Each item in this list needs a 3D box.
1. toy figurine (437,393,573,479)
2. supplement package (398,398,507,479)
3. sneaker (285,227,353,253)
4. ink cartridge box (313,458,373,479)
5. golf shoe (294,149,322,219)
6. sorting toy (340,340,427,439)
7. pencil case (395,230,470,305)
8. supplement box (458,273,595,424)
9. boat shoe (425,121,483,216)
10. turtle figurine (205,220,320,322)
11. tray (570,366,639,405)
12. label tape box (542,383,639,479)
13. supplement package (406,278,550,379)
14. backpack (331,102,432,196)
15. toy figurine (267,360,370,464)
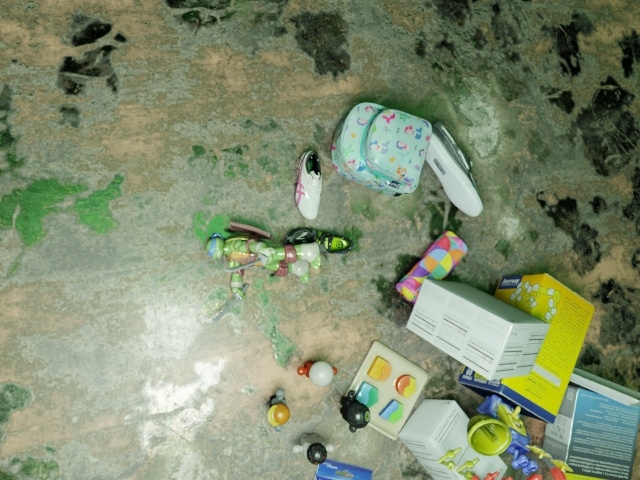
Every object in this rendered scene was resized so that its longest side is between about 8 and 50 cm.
[{"bbox_3d":[0.437,0.485,1.258,0.362,0.217,0.191,34,115,-23],"label":"toy figurine"},{"bbox_3d":[0.351,0.561,1.317,0.139,0.134,0.244,-42,97,-31],"label":"supplement package"},{"bbox_3d":[0.000,0.000,1.310,0.188,0.078,0.067,7,82,-15],"label":"sneaker"},{"bbox_3d":[0.033,0.737,1.238,0.165,0.065,0.333,19,77,-15],"label":"ink cartridge box"},{"bbox_3d":[-0.030,-0.148,1.315,0.067,0.086,0.186,-2,85,-20],"label":"golf shoe"},{"bbox_3d":[0.180,0.406,1.340,0.193,0.038,0.208,33,74,-12],"label":"sorting toy"},{"bbox_3d":[0.318,0.080,1.397,0.236,0.104,0.104,-43,97,-17],"label":"pencil case"},{"bbox_3d":[0.583,0.297,1.407,0.195,0.194,0.357,32,74,-13],"label":"supplement box"},{"bbox_3d":[0.402,-0.215,1.463,0.102,0.108,0.301,-35,88,-18],"label":"boat shoe"},{"bbox_3d":[-0.139,0.084,1.195,0.266,0.275,0.198,3,117,-22],"label":"turtle figurine"},{"bbox_3d":[0.785,0.409,1.412,0.145,0.270,0.030,16,92,-39],"label":"tray"},{"bbox_3d":[0.768,0.600,1.416,0.240,0.106,0.334,16,82,-15],"label":"label tape box"},{"bbox_3d":[0.396,0.216,1.251,0.204,0.261,0.145,9,104,-42],"label":"supplement package"},{"bbox_3d":[0.165,-0.253,1.346,0.253,0.191,0.225,19,83,-9],"label":"backpack"},{"bbox_3d":[-0.010,0.415,1.204,0.209,0.148,0.213,-40,92,-13],"label":"toy figurine"}]
